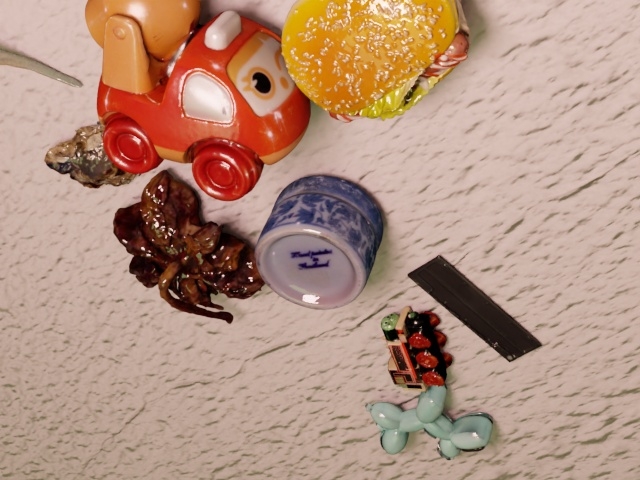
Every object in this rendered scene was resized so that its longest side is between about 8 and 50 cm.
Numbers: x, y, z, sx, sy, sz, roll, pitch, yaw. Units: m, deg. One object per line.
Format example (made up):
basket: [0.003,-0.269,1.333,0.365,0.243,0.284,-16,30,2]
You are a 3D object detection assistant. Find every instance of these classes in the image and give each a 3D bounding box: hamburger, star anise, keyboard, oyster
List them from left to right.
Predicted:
oyster: [-0.281,-0.104,1.768,0.148,0.051,0.103,-28,125,27]
star anise: [-0.174,0.018,1.795,0.220,0.126,0.190,33,131,-8]
hamburger: [0.061,-0.221,1.479,0.210,0.116,0.173,-26,117,35]
keyboard: [0.204,0.093,1.798,0.198,0.010,0.063,40,131,-18]

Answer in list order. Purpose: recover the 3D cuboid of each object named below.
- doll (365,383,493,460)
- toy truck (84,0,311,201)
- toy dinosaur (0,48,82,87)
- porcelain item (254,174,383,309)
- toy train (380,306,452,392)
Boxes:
doll: [0.146,0.264,1.948,0.159,0.059,0.158,32,134,-13]
toy truck: [-0.139,-0.198,1.532,0.264,0.189,0.239,15,130,14]
toy dinosaur: [-0.475,-0.246,1.628,0.393,0.205,0.092,28,132,-34]
porcelain item: [0.000,0.000,1.712,0.147,0.114,0.147,11,136,10]
toy train: [0.127,0.148,1.853,0.087,0.050,0.138,-1,131,26]
